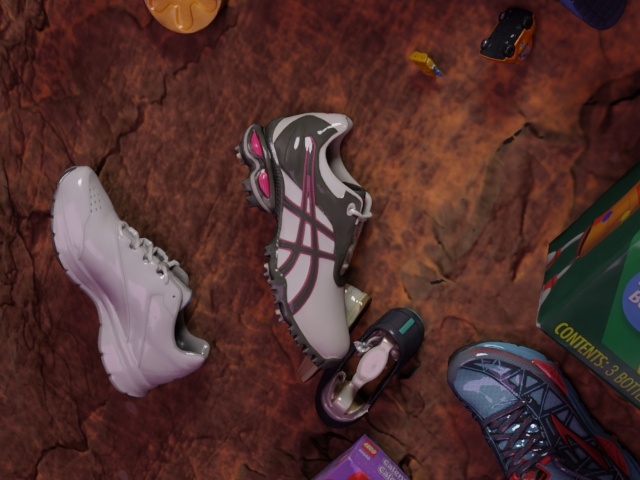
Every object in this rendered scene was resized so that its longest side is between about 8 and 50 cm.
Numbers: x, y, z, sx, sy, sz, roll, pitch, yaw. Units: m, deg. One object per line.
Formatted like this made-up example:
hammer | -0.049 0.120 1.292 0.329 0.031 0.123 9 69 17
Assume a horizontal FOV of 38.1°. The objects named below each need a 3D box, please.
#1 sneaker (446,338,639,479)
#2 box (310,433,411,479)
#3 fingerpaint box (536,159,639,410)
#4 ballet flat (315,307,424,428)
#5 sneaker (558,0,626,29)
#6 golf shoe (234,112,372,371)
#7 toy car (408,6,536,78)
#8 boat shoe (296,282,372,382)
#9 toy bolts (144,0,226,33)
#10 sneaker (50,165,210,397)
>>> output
sneaker | 0.230 0.211 0.946 0.262 0.125 0.104 43 121 4
box | 0.028 0.395 1.133 0.201 0.057 0.293 45 121 3
fingerpaint box | 0.462 0.058 0.717 0.445 0.163 0.371 39 122 -4
ballet flat | 0.043 0.155 1.046 0.074 0.074 0.203 40 122 6
sneaker | 0.210 -0.243 0.818 0.144 0.059 0.053 40 91 -12
golf shoe | 0.000 0.000 0.968 0.120 0.105 0.273 -14 93 13
toy car | 0.150 -0.187 0.886 0.122 0.060 0.040 5 158 41
boat shoe | 0.007 0.104 1.057 0.045 0.050 0.135 38 112 11
toy bolts | -0.180 -0.321 0.904 0.218 0.158 0.228 46 122 2
sneaker | -0.227 0.042 1.125 0.129 0.111 0.297 -17 107 14
